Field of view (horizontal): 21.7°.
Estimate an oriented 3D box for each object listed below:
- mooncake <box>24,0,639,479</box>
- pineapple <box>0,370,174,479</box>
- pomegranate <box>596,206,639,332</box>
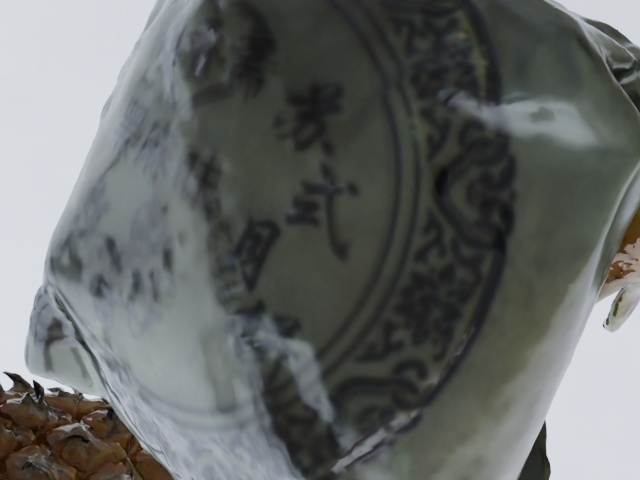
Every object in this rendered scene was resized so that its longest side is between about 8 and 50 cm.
[{"bbox_3d":[-0.004,-0.001,0.685,0.254,0.250,0.136,28,-169,39],"label":"mooncake"},{"bbox_3d":[-0.263,0.289,1.491,0.300,0.352,0.352,12,-145,-31],"label":"pineapple"},{"bbox_3d":[0.194,-0.019,0.794,0.220,0.156,0.156,-6,-153,24],"label":"pomegranate"}]
